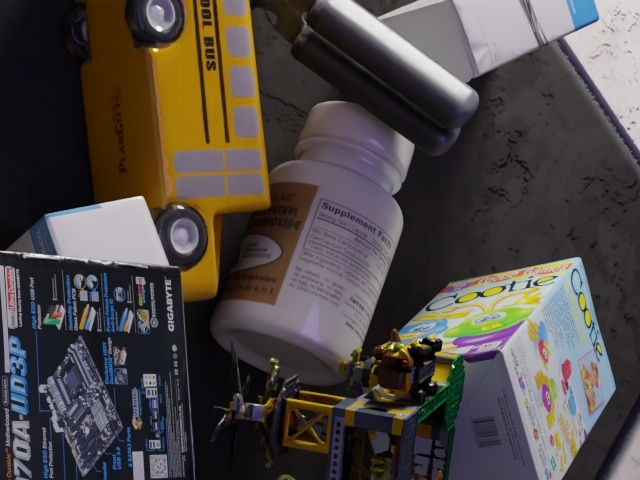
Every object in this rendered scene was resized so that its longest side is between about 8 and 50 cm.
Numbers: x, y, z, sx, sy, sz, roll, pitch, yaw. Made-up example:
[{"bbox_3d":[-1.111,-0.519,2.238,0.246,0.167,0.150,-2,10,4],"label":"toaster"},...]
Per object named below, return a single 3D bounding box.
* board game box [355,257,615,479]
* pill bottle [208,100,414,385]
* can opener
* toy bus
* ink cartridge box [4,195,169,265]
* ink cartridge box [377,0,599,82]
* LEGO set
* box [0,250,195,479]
[{"bbox_3d":[0.157,0.130,1.437,0.275,0.142,0.144,-34,110,-62],"label":"board game box"},{"bbox_3d":[0.000,0.000,1.384,0.131,0.131,0.229,35,65,-33],"label":"pill bottle"},{"bbox_3d":[0.020,-0.192,1.376,0.283,0.076,0.095,37,47,5],"label":"can opener"},{"bbox_3d":[-0.124,-0.115,1.303,0.130,0.108,0.332,-7,90,-42],"label":"toy bus"},{"bbox_3d":[-0.192,0.038,1.220,0.092,0.143,0.090,-13,78,-40],"label":"ink cartridge box"},{"bbox_3d":[0.153,-0.209,1.523,0.191,0.140,0.082,-26,102,-39],"label":"ink cartridge box"},{"bbox_3d":[-0.015,0.219,1.230,0.255,0.192,0.331,-36,132,-67],"label":"LEGO set"},{"bbox_3d":[-0.166,0.121,1.069,0.175,0.051,0.220,6,76,-47],"label":"box"}]
